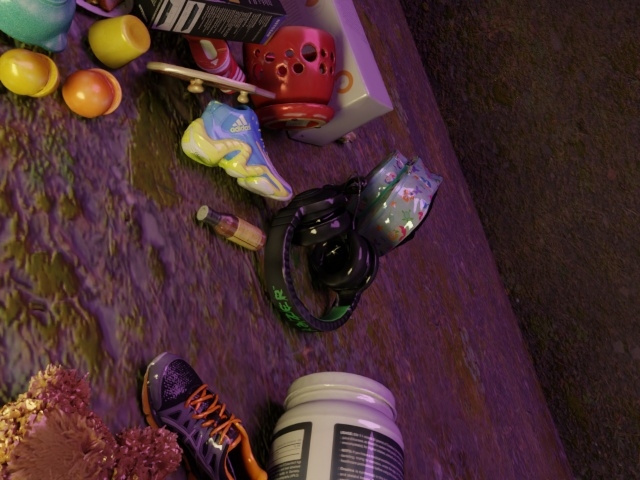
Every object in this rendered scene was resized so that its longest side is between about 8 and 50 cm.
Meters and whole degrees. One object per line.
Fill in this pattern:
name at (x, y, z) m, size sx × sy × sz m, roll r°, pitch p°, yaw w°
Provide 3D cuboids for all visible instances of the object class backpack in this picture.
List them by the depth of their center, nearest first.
backpack at (0.179, -0.090, 1.224) m, size 0.191 × 0.225 × 0.253 m, roll 36°, pitch 40°, yaw -8°

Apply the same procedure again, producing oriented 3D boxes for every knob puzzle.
knob puzzle at (-0.191, -0.251, 0.781) m, size 0.213 × 0.213 × 0.029 m, roll -10°, pitch 116°, yaw -61°

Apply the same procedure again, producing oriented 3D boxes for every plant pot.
plant pot at (-0.063, -0.323, 1.002) m, size 0.191 × 0.191 × 0.173 m, roll -7°, pitch 96°, yaw -61°

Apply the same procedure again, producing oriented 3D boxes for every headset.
headset at (0.000, 0.000, 0.981) m, size 0.243 × 0.185 × 0.394 m, roll 56°, pitch 45°, yaw -30°

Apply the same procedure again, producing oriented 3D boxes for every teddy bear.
teddy bear at (-0.198, 0.276, 0.447) m, size 0.338 × 0.113 × 0.245 m, roll 51°, pitch 38°, yaw -41°

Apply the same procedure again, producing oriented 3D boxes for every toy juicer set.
toy juicer set at (-0.366, -0.277, 0.579) m, size 0.329 × 0.090 × 0.209 m, roll 41°, pitch 49°, yaw -52°

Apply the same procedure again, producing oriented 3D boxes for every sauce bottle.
sauce bottle at (-0.145, -0.022, 0.800) m, size 0.128 × 0.042 × 0.042 m, roll 34°, pitch 42°, yaw -48°

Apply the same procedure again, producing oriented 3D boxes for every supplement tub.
supplement tub at (0.017, 0.340, 0.653) m, size 0.191 × 0.191 × 0.272 m, roll 47°, pitch 35°, yaw -33°

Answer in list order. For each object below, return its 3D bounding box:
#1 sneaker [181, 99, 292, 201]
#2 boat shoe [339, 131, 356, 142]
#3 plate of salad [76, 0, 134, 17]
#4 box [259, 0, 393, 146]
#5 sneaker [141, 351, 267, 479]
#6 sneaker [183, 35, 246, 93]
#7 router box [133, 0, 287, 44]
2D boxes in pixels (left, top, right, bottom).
sneaker at (-0.119, -0.158, 0.850) m, size 0.240 × 0.091 × 0.126 m, roll 28°, pitch 84°, yaw -48°
boat shoe at (0.046, -0.294, 1.332) m, size 0.056 × 0.048 × 0.153 m, roll 28°, pitch 7°, yaw 28°
plate of salad at (-0.360, -0.435, 0.733) m, size 0.200 × 0.048 × 0.199 m, roll 38°, pitch 40°, yaw -41°
box at (-0.002, -0.434, 1.168) m, size 0.168 × 0.215 × 0.345 m, roll -5°, pitch 74°, yaw -62°
sneaker at (-0.136, 0.227, 0.591) m, size 0.214 × 0.083 × 0.084 m, roll 61°, pitch 30°, yaw -7°
sneaker at (-0.212, -0.371, 0.940) m, size 0.128 × 0.087 × 0.221 m, roll 62°, pitch 9°, yaw -65°
router box at (-0.227, -0.492, 0.829) m, size 0.243 × 0.081 × 0.308 m, roll -14°, pitch 74°, yaw -44°
